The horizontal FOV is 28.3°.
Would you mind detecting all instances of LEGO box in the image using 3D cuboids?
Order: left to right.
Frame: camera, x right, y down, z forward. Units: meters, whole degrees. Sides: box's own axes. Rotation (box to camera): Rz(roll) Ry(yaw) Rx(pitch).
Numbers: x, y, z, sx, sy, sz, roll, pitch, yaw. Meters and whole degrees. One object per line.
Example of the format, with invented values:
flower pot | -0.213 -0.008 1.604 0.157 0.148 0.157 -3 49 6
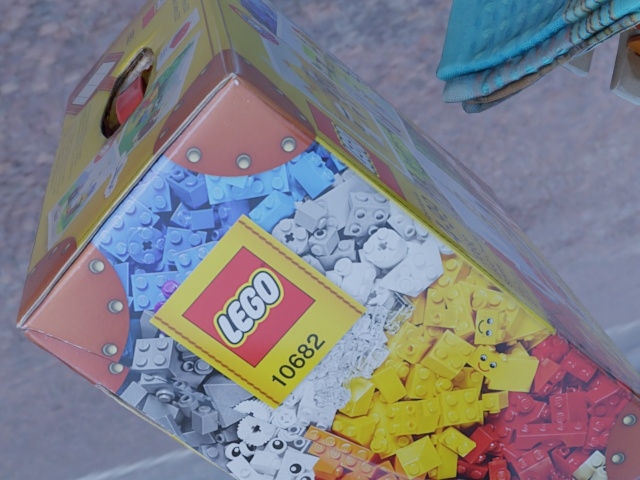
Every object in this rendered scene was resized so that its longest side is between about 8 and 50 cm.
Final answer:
LEGO box | 0.000 0.000 0.947 0.193 0.372 0.500 -48 -161 11

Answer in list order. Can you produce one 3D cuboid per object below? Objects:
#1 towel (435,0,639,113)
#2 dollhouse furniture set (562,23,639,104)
towel | 0.158 -0.232 0.584 0.040 0.271 0.370 10 167 -21
dollhouse furniture set | 0.289 -0.186 1.040 0.259 0.135 0.262 20 167 -32
